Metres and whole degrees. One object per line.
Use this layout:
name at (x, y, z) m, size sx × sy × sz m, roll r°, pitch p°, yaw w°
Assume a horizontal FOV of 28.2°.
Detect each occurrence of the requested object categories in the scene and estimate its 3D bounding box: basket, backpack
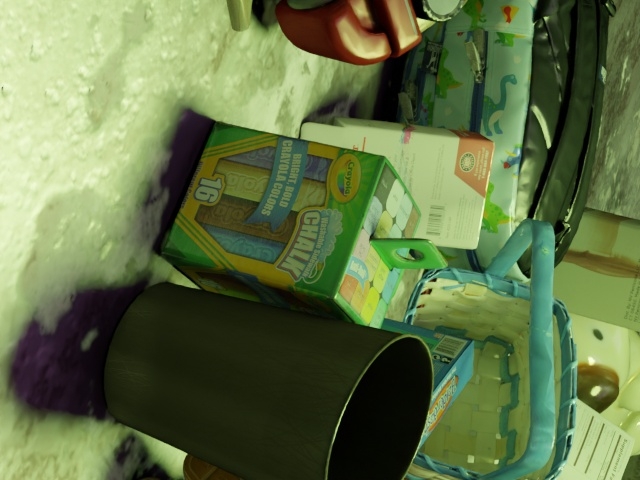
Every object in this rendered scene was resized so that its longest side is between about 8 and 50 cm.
basket at (-0.049, 0.122, 1.040) m, size 0.204 × 0.226 × 0.154 m, roll -5°, pitch 108°, yaw -65°
backpack at (0.208, -0.123, 1.469) m, size 0.290 × 0.273 × 0.356 m, roll 15°, pitch 69°, yaw -67°
basket at (0.176, 0.145, 1.329) m, size 0.289 × 0.201 × 0.255 m, roll 126°, pitch -25°, yaw -58°

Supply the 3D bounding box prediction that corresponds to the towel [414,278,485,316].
towel at (0.208, 0.019, 1.766) m, size 0.237 × 0.037 × 0.329 m, roll 32°, pitch 75°, yaw -65°

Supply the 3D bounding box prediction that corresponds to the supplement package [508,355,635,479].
supplement package at (0.301, 0.288, 1.830) m, size 0.134 × 0.244 × 0.139 m, roll -61°, pitch -169°, yaw -29°

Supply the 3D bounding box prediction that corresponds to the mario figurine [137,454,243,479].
mario figurine at (-0.046, 0.299, 1.199) m, size 0.320 × 0.198 × 0.170 m, roll 43°, pitch 53°, yaw -58°

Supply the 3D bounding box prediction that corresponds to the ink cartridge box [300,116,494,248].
ink cartridge box at (0.067, -0.062, 1.301) m, size 0.067 × 0.198 × 0.115 m, roll -122°, pitch -140°, yaw -73°

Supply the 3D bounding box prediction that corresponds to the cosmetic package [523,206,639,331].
cosmetic package at (0.325, 0.021, 1.612) m, size 0.153 × 0.296 × 0.129 m, roll -8°, pitch 111°, yaw -67°

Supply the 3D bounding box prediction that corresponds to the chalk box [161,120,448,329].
chalk box at (0.000, 0.000, 1.092) m, size 0.132 × 0.213 × 0.132 m, roll -68°, pitch 155°, yaw -15°

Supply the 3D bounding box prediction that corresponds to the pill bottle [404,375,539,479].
pill bottle at (0.159, 0.363, 1.627) m, size 0.224 × 0.224 × 0.392 m, roll -38°, pitch 136°, yaw -53°

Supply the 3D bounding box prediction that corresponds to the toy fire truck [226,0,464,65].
toy fire truck at (-0.006, -0.228, 1.053) m, size 0.246 × 0.158 × 0.217 m, roll -37°, pitch 126°, yaw -23°

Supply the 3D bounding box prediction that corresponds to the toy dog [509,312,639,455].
toy dog at (0.397, 0.205, 2.059) m, size 0.395 × 0.284 × 0.408 m, roll -34°, pitch 150°, yaw -1°

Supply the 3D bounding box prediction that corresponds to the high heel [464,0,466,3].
high heel at (0.123, -0.414, 1.246) m, size 0.181 × 0.127 × 0.377 m, roll -2°, pitch 100°, yaw -58°

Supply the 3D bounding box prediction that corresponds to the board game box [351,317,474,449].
board game box at (0.018, 0.126, 1.206) m, size 0.160 × 0.210 × 0.047 m, roll -42°, pitch 139°, yaw -49°
